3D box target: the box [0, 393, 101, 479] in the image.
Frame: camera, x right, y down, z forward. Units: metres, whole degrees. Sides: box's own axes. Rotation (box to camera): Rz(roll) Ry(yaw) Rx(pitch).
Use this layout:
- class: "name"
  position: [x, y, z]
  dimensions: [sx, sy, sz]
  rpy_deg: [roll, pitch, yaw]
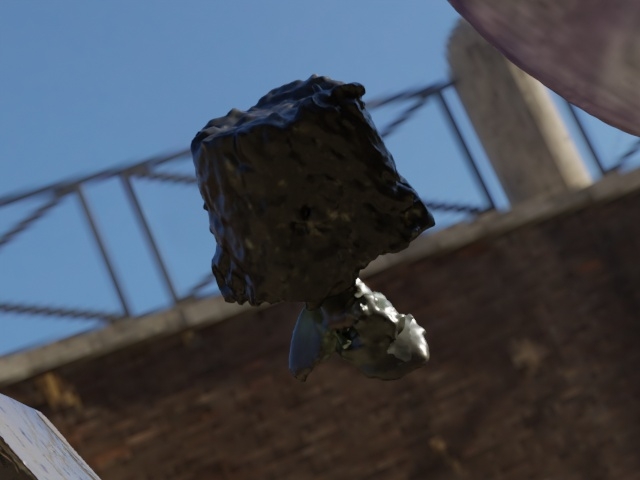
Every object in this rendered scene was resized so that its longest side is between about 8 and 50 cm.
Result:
- class: "box"
  position: [-0.306, 0.264, 1.651]
  dimensions: [0.225, 0.190, 0.297]
  rpy_deg: [-44, -13, -2]

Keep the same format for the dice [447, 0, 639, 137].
- class: "dice"
  position: [0.224, -0.242, 1.169]
  dimensions: [0.270, 0.271, 0.270]
  rpy_deg: [-50, 12, 32]

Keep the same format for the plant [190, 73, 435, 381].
- class: "plant"
  position: [0.000, 0.000, 1.255]
  dimensions: [0.131, 0.203, 0.142]
  rpy_deg: [-22, 18, -23]
